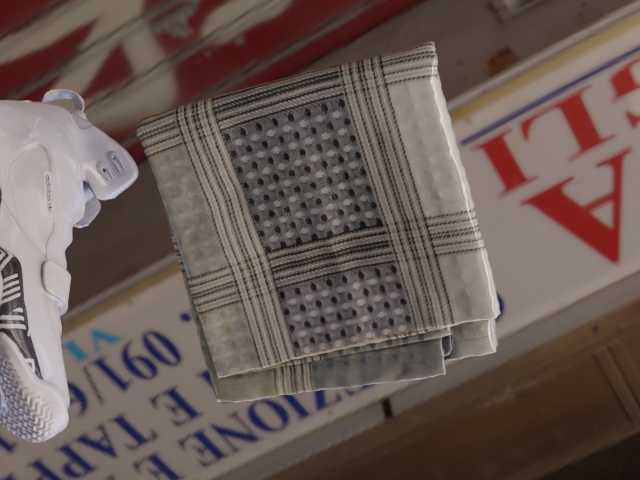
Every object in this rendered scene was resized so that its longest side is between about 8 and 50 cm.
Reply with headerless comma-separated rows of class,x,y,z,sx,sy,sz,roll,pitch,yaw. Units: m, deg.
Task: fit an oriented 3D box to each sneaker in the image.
sneaker,-0.279,0.008,1.100,0.210,0.365,0.137,-17,172,-37

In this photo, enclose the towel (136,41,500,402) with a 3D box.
towel,0.000,0.000,1.054,0.312,0.324,0.056,-12,-165,12
